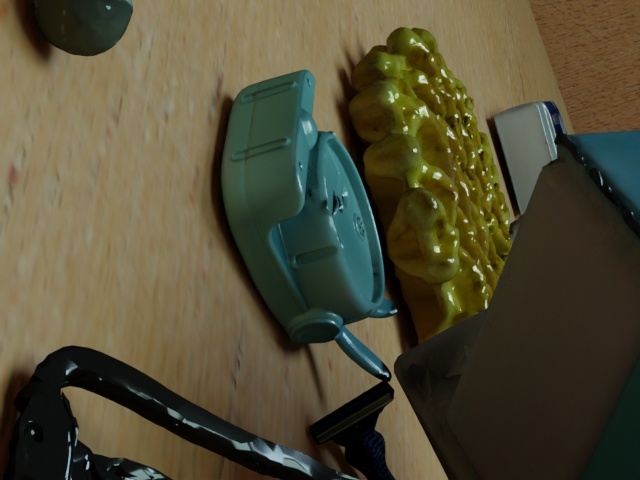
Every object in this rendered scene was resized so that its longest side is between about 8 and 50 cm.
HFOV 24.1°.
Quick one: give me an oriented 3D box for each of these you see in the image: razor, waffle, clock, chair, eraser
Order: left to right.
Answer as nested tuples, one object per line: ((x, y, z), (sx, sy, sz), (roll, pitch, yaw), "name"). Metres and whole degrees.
((-0.013, 0.132, 0.480), (0.229, 0.113, 0.106), (23, 39, -21), "chair")
((-0.001, 0.000, 0.721), (0.108, 0.045, 0.147), (-85, 155, -52), "clock")
((0.035, 0.124, 0.751), (0.028, 0.044, 0.154), (50, -10, 48), "razor")
((0.089, -0.011, 1.044), (0.309, 0.065, 0.283), (-14, 85, -73), "waffle")
((0.254, -0.099, 1.754), (0.210, 0.068, 0.124), (-24, 100, -75), "eraser")

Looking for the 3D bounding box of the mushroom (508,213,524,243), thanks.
((0.347, 0.131, 1.542), (0.397, 0.224, 0.313), (51, 24, -59), "mushroom")

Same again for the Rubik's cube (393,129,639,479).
((0.226, 0.125, 0.633), (0.387, 0.358, 0.368), (61, -4, 43), "Rubik's cube")

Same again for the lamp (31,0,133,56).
((-0.080, -0.144, 0.532), (0.091, 0.091, 0.163), (28, 64, -71), "lamp")
